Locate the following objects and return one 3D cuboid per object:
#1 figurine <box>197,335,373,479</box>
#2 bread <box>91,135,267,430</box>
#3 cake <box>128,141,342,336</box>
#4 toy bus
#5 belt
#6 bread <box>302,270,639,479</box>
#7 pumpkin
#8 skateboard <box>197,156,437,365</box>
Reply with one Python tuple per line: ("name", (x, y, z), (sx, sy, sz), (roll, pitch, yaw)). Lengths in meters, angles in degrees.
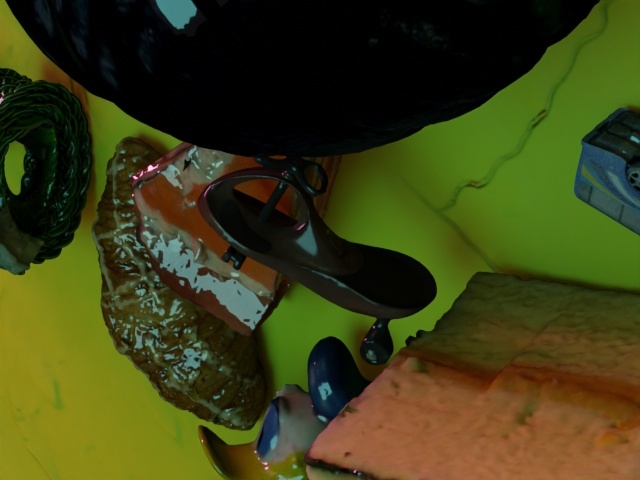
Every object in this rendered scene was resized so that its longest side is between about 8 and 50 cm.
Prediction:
("figurine", (0.000, 0.224, 1.215), (0.283, 0.204, 0.338), (16, 109, 44))
("bread", (-0.113, 0.041, 1.248), (0.105, 0.076, 0.233), (-14, 100, 43))
("cake", (-0.039, -0.062, 1.108), (0.135, 0.098, 0.287), (42, 133, 14))
("toy bus", (0.212, -0.016, 0.947), (0.153, 0.051, 0.061), (34, 143, 23))
("belt", (-0.232, -0.053, 1.270), (0.079, 0.121, 0.151), (16, 126, 33))
("bread", (0.130, 0.078, 0.941), (0.135, 0.240, 0.178), (51, 132, 0))
("pumpkin", (-0.013, -0.220, 0.860), (0.363, 0.266, 0.363), (-2, 87, 43))
("skateboard", (0.000, 0.000, 1.028), (0.151, 0.067, 0.080), (30, 127, -2))
